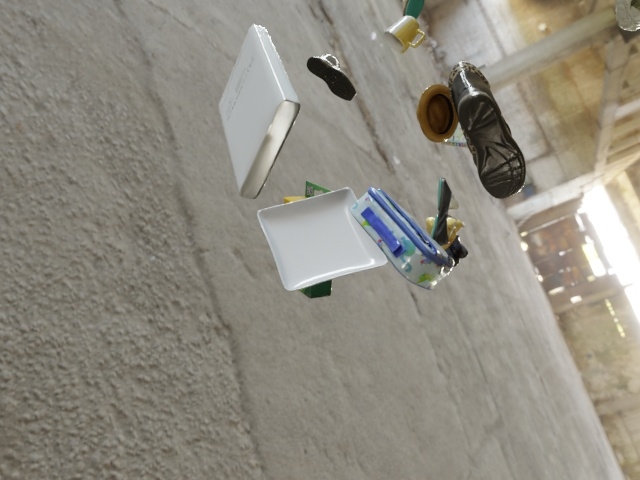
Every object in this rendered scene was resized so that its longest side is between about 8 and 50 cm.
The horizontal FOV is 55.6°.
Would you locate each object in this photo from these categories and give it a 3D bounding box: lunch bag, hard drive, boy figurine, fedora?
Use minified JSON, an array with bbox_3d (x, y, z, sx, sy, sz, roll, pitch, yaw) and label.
[{"bbox_3d":[0.164,-0.004,1.231,0.176,0.090,0.219,26,22,-54],"label":"lunch bag"},{"bbox_3d":[-0.125,-0.249,1.138,0.040,0.203,0.307,11,36,-28],"label":"hard drive"},{"bbox_3d":[0.471,-0.012,2.268,0.092,0.177,0.285,50,1,37],"label":"boy figurine"},{"bbox_3d":[0.381,-0.426,2.043,0.194,0.194,0.079,56,-19,-25],"label":"fedora"}]

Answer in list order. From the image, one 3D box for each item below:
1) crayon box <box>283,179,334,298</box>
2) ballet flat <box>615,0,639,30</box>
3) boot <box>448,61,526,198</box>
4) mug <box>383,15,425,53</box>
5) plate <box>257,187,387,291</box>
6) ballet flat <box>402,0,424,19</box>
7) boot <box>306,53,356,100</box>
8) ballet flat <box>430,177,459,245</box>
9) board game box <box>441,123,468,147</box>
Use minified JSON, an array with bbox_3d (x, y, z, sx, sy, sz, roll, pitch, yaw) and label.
[{"bbox_3d":[-0.040,-0.008,1.872,0.203,0.083,0.323,28,-62,55],"label":"crayon box"},{"bbox_3d":[1.111,-0.857,2.083,0.409,0.147,0.147,60,16,-55],"label":"ballet flat"},{"bbox_3d":[0.490,-0.335,1.814,0.377,0.138,0.284,52,24,-33],"label":"boot"},{"bbox_3d":[0.183,-0.440,1.297,0.078,0.064,0.062,42,-7,2],"label":"mug"},{"bbox_3d":[0.000,0.000,1.605,0.045,0.277,0.278,92,-21,-52],"label":"plate"},{"bbox_3d":[0.305,-0.797,1.953,0.073,0.206,0.067,17,10,-36],"label":"ballet flat"},{"bbox_3d":[0.061,-0.570,2.076,0.198,0.077,0.137,44,34,-1],"label":"boot"},{"bbox_3d":[0.368,-0.081,1.782,0.074,0.074,0.203,-9,107,-70],"label":"ballet flat"},{"bbox_3d":[0.490,-0.399,2.129,0.026,0.103,0.154,66,39,-60],"label":"board game box"}]
